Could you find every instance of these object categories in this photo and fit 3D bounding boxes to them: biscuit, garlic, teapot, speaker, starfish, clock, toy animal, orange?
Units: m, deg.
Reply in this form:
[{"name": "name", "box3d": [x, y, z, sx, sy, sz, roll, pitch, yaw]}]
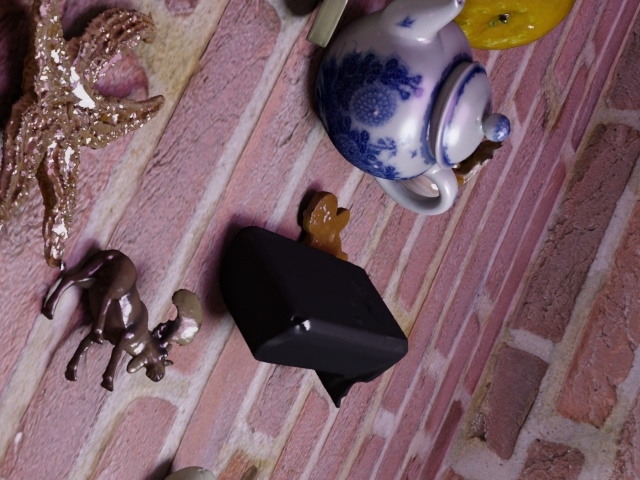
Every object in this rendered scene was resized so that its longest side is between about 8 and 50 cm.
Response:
[{"name": "biscuit", "box3d": [0.000, 0.000, 1.813, 0.138, 0.031, 0.205, -47, 151, -31]}, {"name": "garlic", "box3d": [0.207, -0.177, 1.880, 0.207, 0.207, 0.256, -49, 160, -39]}, {"name": "teapot", "box3d": [0.145, -0.200, 1.650, 0.252, 0.280, 0.424, -49, 151, -37]}, {"name": "speaker", "box3d": [-0.028, 0.129, 1.697, 0.184, 0.180, 0.388, -40, 152, 16]}, {"name": "starfish", "box3d": [-0.250, -0.116, 1.128, 0.299, 0.060, 0.302, 57, 51, -70]}, {"name": "clock", "box3d": [0.040, -0.361, 1.475, 0.235, 0.029, 0.235, -157, -90, -85]}, {"name": "toy animal", "box3d": [-0.218, 0.097, 1.339, 0.186, 0.094, 0.214, -56, 147, -47]}, {"name": "orange", "box3d": [0.264, -0.424, 1.762, 0.279, 0.279, 0.235, 59, 26, -62]}]

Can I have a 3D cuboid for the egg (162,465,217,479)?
[{"name": "egg", "box3d": [-0.194, 0.391, 1.609, 0.152, 0.114, 0.114, -63, 156, -17]}]
